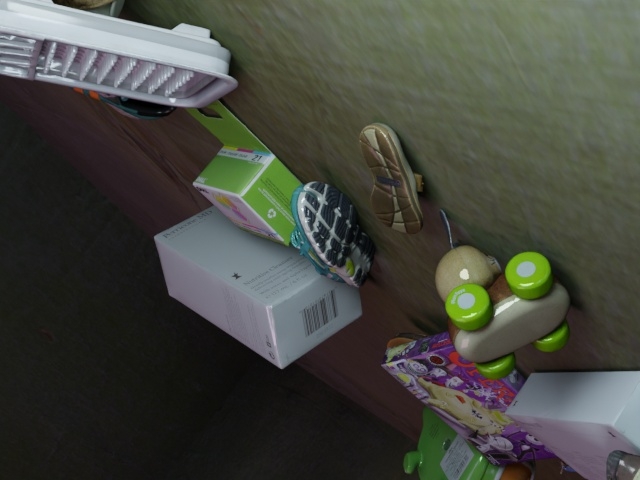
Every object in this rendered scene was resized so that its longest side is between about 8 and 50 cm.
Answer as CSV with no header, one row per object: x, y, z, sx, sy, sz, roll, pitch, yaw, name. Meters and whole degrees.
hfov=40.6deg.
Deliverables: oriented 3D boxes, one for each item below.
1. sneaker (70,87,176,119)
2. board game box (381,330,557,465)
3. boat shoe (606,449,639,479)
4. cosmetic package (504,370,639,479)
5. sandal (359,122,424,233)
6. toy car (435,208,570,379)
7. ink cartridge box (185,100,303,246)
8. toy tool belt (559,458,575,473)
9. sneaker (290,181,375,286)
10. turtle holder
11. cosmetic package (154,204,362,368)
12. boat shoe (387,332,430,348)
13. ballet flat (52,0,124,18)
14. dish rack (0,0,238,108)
-0.351,-0.276,1.348,0.302,0.108,0.121,21,173,-38,sneaker
0.300,0.295,1.595,0.347,0.056,0.208,42,135,-21,board game box
0.412,0.332,1.122,0.073,0.080,0.223,34,162,39,boat shoe
0.466,0.312,1.266,0.284,0.097,0.377,36,167,-2,cosmetic package
0.094,-0.075,1.041,0.072,0.049,0.180,22,146,36,sandal
0.203,0.047,1.071,0.155,0.149,0.188,57,-174,-48,toy car
-0.149,-0.118,1.434,0.255,0.097,0.189,44,166,-30,ink cartridge box
0.511,0.453,1.754,0.052,0.051,0.083,36,167,6,toy tool belt
0.000,0.000,1.361,0.110,0.107,0.275,10,156,22,sneaker
0.329,0.477,1.930,0.227,0.243,0.320,24,163,-20,turtle holder
-0.127,0.067,1.688,0.385,0.217,0.156,25,136,41,cosmetic package
0.234,0.224,1.679,0.207,0.073,0.073,20,-163,31,boat shoe
-0.334,-0.338,1.175,0.124,0.116,0.342,29,168,-29,ballet flat
-0.287,-0.249,1.136,0.332,0.072,0.285,9,176,-21,dish rack
